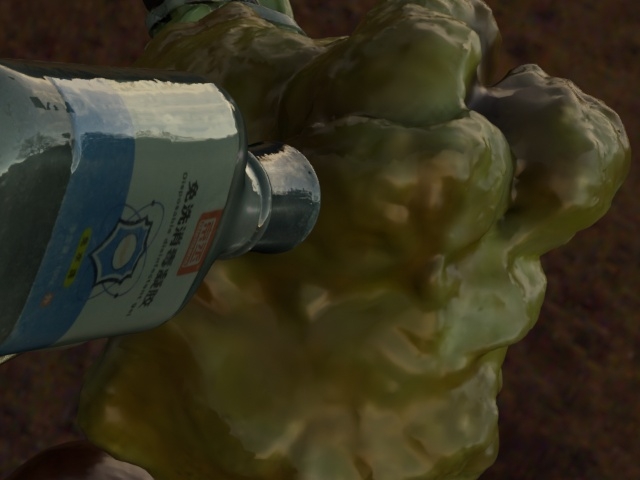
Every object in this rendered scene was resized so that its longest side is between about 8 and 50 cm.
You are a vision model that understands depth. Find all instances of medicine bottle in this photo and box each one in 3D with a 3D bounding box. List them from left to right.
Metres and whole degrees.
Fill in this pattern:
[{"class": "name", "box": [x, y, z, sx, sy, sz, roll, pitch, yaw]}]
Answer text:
[{"class": "medicine bottle", "box": [-0.064, -0.011, 0.591, 0.054, 0.090, 0.208, 27, 14, 23]}]

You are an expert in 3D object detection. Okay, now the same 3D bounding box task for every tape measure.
[{"class": "tape measure", "box": [-0.091, -0.205, 1.743, 0.177, 0.087, 0.154, -6, 71, -46]}]

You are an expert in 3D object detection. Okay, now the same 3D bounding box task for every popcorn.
[{"class": "popcorn", "box": [0.004, -0.005, 0.891, 0.276, 0.276, 0.225, 35, 22, 13]}]

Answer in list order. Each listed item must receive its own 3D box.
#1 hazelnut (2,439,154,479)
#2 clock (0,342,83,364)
[{"class": "hazelnut", "box": [-0.144, 0.227, 1.163, 0.208, 0.208, 0.208, 17, 35, -13]}, {"class": "clock", "box": [-0.227, 0.025, 1.284, 0.146, 0.243, 0.199, 63, 27, 5]}]
